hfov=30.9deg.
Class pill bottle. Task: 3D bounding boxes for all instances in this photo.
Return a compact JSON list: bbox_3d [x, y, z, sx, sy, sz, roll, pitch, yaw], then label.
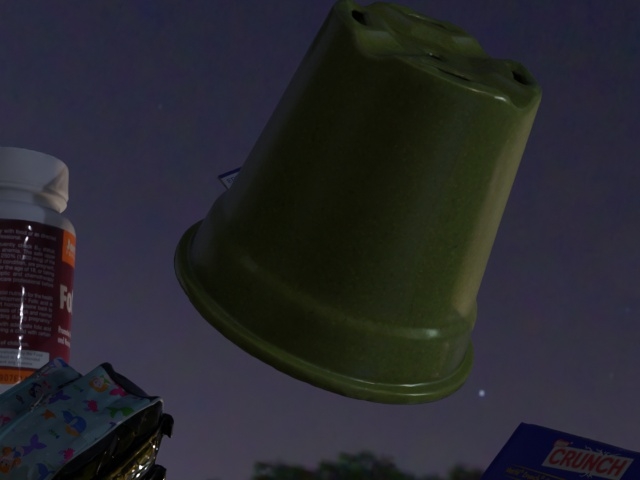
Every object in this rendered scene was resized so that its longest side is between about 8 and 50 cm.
[{"bbox_3d":[-0.496,0.068,1.798,0.224,0.392,0.224,0,-15,0],"label":"pill bottle"}]

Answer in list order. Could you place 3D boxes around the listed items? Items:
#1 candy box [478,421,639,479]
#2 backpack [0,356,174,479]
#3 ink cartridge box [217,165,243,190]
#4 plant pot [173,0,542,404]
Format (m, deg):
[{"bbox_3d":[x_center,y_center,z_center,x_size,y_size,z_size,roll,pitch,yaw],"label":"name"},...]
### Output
[{"bbox_3d":[0.232,0.358,1.178,0.122,0.317,0.268,50,-21,-23],"label":"candy box"},{"bbox_3d":[-0.319,0.277,1.364,0.191,0.253,0.225,26,-52,15],"label":"backpack"},{"bbox_3d":[0.000,0.000,1.705,0.333,0.165,0.065,50,-31,30],"label":"ink cartridge box"},{"bbox_3d":[0.049,-0.050,0.958,0.276,0.276,0.254,20,-67,-8],"label":"plant pot"}]
